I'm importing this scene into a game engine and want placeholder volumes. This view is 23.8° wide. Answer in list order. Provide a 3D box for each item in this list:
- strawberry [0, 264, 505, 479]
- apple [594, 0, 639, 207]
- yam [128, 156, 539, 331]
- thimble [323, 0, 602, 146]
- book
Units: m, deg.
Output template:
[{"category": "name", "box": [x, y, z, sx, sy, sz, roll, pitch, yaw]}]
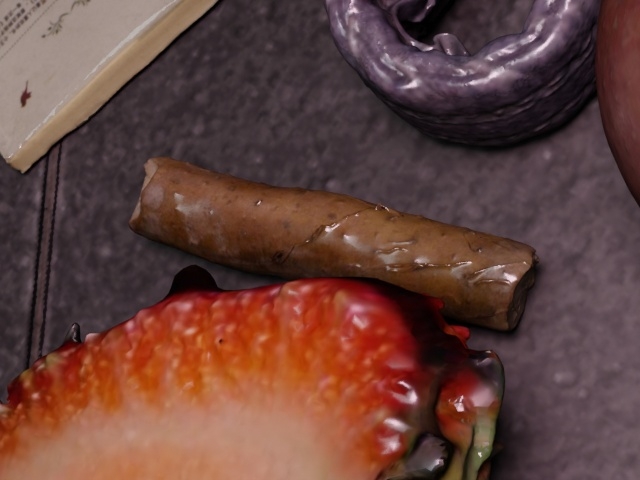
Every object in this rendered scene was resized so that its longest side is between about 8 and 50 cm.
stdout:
[{"category": "strawberry", "box": [-0.043, 0.127, 0.769, 0.306, 0.138, 0.233, 8, 71, 42]}, {"category": "apple", "box": [0.252, -0.083, 0.615, 0.306, 0.235, 0.305, -6, 73, 22]}, {"category": "yam", "box": [0.000, 0.000, 0.808, 0.241, 0.057, 0.056, 15, 84, 26]}, {"category": "thimble", "box": [0.082, -0.125, 0.778, 0.150, 0.098, 0.150, -5, 76, 22]}, {"category": "book", "box": [-0.188, -0.209, 0.956, 0.201, 0.026, 0.289, -39, 65, 11]}]
